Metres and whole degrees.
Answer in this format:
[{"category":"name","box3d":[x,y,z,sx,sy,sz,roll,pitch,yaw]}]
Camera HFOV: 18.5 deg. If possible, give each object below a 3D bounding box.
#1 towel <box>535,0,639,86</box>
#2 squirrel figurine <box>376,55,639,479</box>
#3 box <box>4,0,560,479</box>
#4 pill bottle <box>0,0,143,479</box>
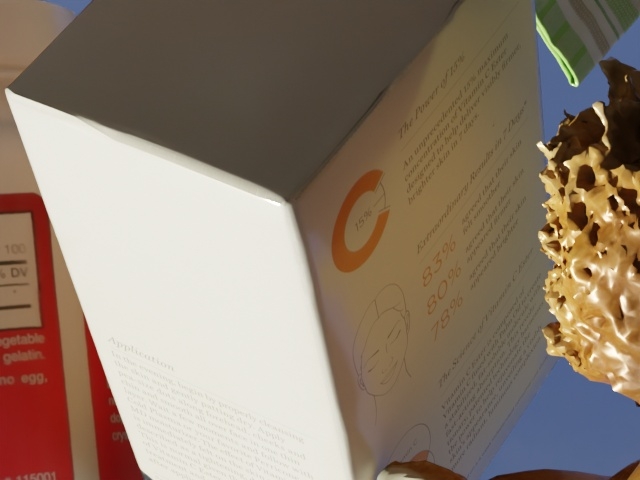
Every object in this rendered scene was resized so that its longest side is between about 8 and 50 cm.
[{"category":"towel","box3d":[0.264,-0.237,1.880,0.152,0.113,0.023,-49,-153,-23]},{"category":"squirrel figurine","box3d":[0.194,0.119,0.895,0.281,0.370,0.397,17,-103,-23]},{"category":"box","box3d":[0.000,0.000,1.045,0.168,0.345,0.215,22,-125,26]},{"category":"pill bottle","box3d":[-0.219,0.063,1.249,0.229,0.229,0.408,-7,-96,3]}]
